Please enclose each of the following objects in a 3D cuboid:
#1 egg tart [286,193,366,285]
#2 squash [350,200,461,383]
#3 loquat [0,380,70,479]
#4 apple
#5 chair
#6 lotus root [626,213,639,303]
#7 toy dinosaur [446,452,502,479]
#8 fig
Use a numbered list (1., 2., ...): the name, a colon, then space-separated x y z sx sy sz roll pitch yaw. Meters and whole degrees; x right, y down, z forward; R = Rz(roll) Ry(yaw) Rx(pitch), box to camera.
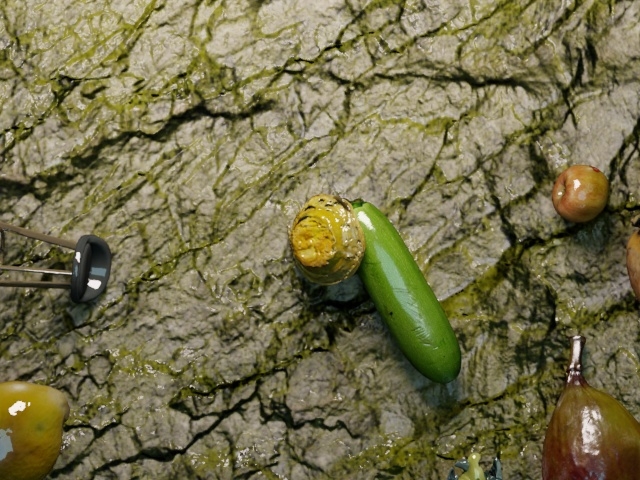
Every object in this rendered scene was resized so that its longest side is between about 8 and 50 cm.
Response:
1. egg tart: 0.000 0.000 1.594 0.130 0.052 0.130 6 101 36
2. squash: 0.112 0.074 1.622 0.082 0.082 0.292 -30 96 -4
3. loquat: -0.421 0.263 1.545 0.195 0.152 0.152 -38 96 -11
4. apple: 0.369 -0.066 1.645 0.071 0.084 0.084 15 91 -15
5. chair: -0.394 0.031 1.556 0.222 0.095 0.104 7 104 -7
6. lotus root: 0.530 0.002 1.605 0.272 0.192 0.272 -13 127 -17
7. toy dinosaur: 0.228 0.434 1.654 0.153 0.094 0.259 17 99 -6
8. fig: 0.386 0.268 1.644 0.170 0.145 0.274 -3 76 -24
